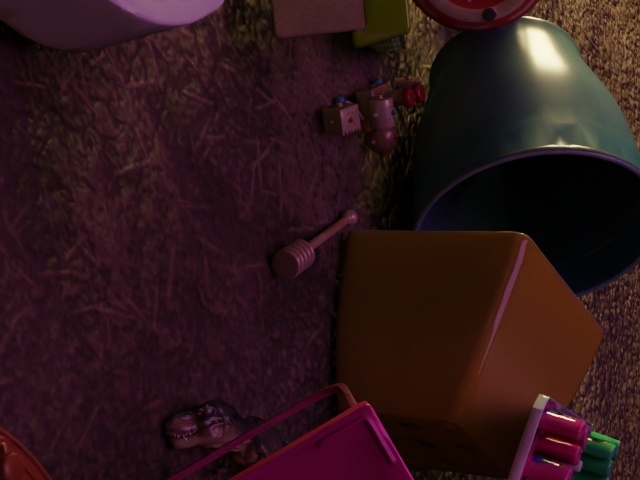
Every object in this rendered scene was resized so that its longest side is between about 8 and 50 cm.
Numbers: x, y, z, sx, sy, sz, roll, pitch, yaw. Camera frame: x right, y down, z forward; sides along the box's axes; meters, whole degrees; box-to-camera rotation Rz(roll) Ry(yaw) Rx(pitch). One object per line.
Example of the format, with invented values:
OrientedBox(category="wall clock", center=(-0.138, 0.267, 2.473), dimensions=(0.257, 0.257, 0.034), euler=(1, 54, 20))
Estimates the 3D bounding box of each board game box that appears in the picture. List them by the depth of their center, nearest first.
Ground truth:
OrientedBox(category="board game box", center=(0.200, 0.358, 1.312), dimensions=(0.390, 0.050, 0.390), euler=(-70, 160, -5))

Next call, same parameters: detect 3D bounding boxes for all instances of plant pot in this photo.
OrientedBox(category="plant pot", center=(0.134, 0.124, 1.360), dimensions=(0.212, 0.212, 0.187), euler=(44, 57, -44))
OrientedBox(category="plant pot", center=(0.170, -0.340, 1.498), dimensions=(0.174, 0.191, 0.191), euler=(-83, 150, -60))
OrientedBox(category="plant pot", center=(0.224, -0.103, 1.521), dimensions=(0.271, 0.271, 0.255), euler=(45, 31, -44))

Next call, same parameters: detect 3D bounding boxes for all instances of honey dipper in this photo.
OrientedBox(category="honey dipper", center=(0.000, 0.000, 1.330), dimensions=(0.160, 0.030, 0.030), euler=(-35, 111, -60))

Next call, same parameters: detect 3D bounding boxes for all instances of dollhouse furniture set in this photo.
OrientedBox(category="dollhouse furniture set", center=(0.003, -0.285, 1.374), dimensions=(0.301, 0.151, 0.198), euler=(-77, 161, -83))

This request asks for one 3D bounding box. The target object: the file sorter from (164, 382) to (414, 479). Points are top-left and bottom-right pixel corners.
OrientedBox(category="file sorter", center=(0.011, 0.281, 1.025), dimensions=(0.291, 0.202, 0.182), euler=(60, -2, -6))

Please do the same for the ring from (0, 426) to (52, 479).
OrientedBox(category="ring", center=(-0.252, 0.267, 0.848), dimensions=(0.336, 0.032, 0.337), euler=(24, 62, -55))

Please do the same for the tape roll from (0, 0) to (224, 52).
OrientedBox(category="tape roll", center=(-0.174, -0.291, 1.011), dimensions=(0.286, 0.100, 0.286), euler=(22, 64, -54))

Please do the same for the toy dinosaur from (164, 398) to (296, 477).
OrientedBox(category="toy dinosaur", center=(-0.036, 0.216, 1.185), dimensions=(0.268, 0.064, 0.118), euler=(31, 49, -55))

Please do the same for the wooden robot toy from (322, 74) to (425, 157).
OrientedBox(category="wooden robot toy", center=(0.069, -0.125, 1.438), dimensions=(0.173, 0.076, 0.079), euler=(-33, 121, -56))
